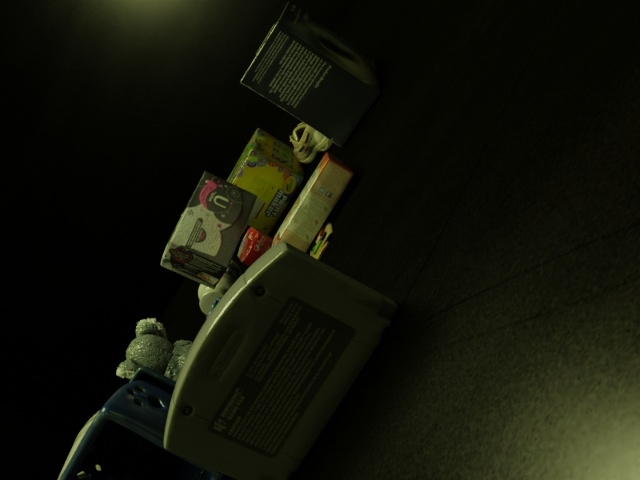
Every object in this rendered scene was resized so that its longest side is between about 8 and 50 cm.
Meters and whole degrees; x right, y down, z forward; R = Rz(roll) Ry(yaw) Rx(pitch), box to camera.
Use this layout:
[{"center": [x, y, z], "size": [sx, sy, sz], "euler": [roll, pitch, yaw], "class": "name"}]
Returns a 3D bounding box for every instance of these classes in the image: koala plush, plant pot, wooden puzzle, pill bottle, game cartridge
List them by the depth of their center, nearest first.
[{"center": [-0.061, 0.158, 0.845], "size": [0.297, 0.198, 0.062], "euler": [-58, 13, 8], "class": "game cartridge"}, {"center": [-0.303, 0.381, 1.223], "size": [0.236, 0.236, 0.212], "euler": [-57, 8, 18], "class": "plant pot"}, {"center": [0.000, 0.000, 1.359], "size": [0.078, 0.014, 0.116], "euler": [-58, 13, 10], "class": "wooden puzzle"}, {"center": [-0.376, 0.300, 1.668], "size": [0.203, 0.221, 0.196], "euler": [-45, 20, 49], "class": "koala plush"}, {"center": [-0.289, 0.137, 1.935], "size": [0.112, 0.112, 0.186], "euler": [-55, 15, 21], "class": "pill bottle"}]

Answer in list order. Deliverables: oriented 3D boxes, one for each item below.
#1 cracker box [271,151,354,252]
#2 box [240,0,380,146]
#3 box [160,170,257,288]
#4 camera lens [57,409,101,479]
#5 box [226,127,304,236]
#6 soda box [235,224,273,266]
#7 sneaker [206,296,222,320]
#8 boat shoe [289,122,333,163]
[{"center": [-0.020, -0.068, 1.437], "size": [0.232, 0.067, 0.155], "euler": [-59, 7, 9], "class": "cracker box"}, {"center": [-0.015, -0.429, 1.712], "size": [0.182, 0.294, 0.296], "euler": [-51, 16, 25], "class": "box"}, {"center": [-0.292, -0.030, 1.780], "size": [0.142, 0.163, 0.247], "euler": [-51, 17, 52], "class": "box"}, {"center": [-0.455, 0.517, 1.502], "size": [0.219, 0.219, 0.274], "euler": [-57, 14, 14], "class": "camera lens"}, {"center": [-0.197, -0.153, 2.067], "size": [0.289, 0.177, 0.279], "euler": [-57, 14, 18], "class": "box"}, {"center": [-0.155, 0.023, 1.718], "size": [0.083, 0.092, 0.263], "euler": [-61, 13, -2], "class": "soda box"}, {"center": [-0.243, 0.212, 1.655], "size": [0.083, 0.087, 0.221], "euler": [-57, 13, 19], "class": "sneaker"}, {"center": [-0.032, -0.295, 1.924], "size": [0.109, 0.098, 0.302], "euler": [-62, 13, -9], "class": "boat shoe"}]
